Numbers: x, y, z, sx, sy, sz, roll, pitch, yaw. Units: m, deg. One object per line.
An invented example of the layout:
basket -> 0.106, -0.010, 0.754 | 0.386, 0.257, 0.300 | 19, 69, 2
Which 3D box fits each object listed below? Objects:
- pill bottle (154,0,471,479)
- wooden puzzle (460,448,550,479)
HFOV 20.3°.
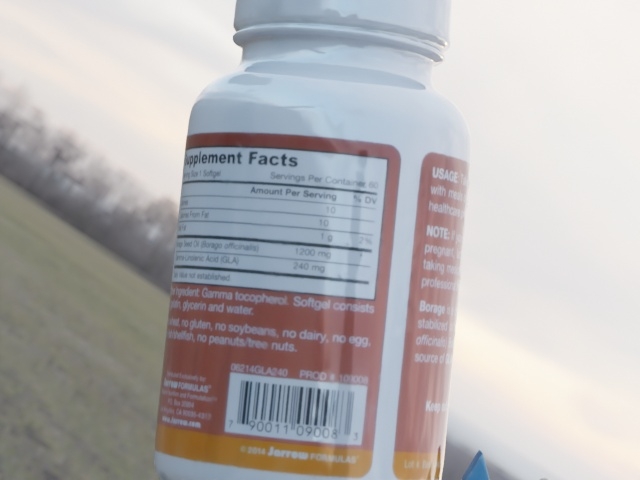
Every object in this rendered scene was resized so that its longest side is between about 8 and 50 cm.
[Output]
pill bottle -> 0.000, 0.000, 0.748 | 0.121, 0.216, 0.121 | 6, -3, 0
wooden puzzle -> 0.093, 0.147, 0.765 | 0.116, 0.078, 0.014 | 37, 6, -15
